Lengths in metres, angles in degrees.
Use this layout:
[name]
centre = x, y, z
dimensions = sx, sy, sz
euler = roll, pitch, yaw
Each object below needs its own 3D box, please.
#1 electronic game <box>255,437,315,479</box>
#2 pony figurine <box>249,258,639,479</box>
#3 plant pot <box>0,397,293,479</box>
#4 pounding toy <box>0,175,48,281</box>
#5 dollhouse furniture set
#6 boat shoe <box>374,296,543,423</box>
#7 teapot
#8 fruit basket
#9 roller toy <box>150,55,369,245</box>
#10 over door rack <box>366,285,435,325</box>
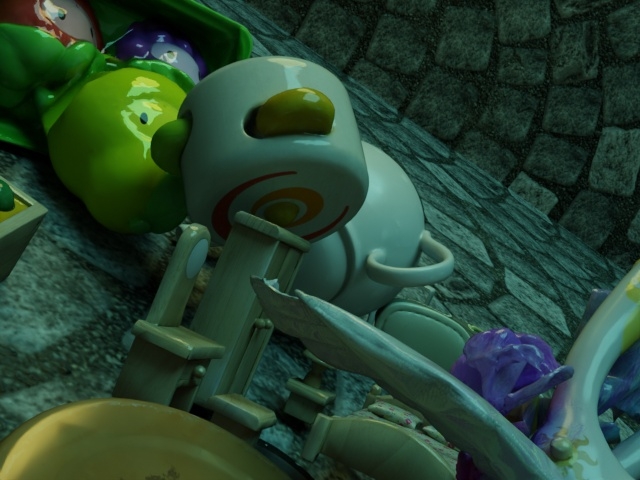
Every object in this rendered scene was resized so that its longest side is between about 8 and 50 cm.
[electronic game]
centre = -0.049, 0.237, 0.682
dimensions = 0.229, 0.048, 0.229
euler = 37, 20, -16
[pony figurine]
centre = 0.144, 0.153, 0.501
dimensions = 0.363, 0.303, 0.351
euler = -32, 40, -30
[plant pot]
centre = -0.105, 0.213, 0.397
dimensions = 0.290, 0.203, 0.291
euler = 33, 20, -13
[pounding toy]
centre = -0.351, -0.025, 0.696
dimensions = 0.181, 0.094, 0.206
euler = 36, 18, -3
[dollhouse furniture set]
centre = 0.059, 0.120, 0.759
dimensions = 0.355, 0.174, 0.303
euler = 22, -1, 15
[boat shoe]
centre = 0.183, 0.162, 1.197
dimensions = 0.305, 0.109, 0.091
euler = 35, 17, -25
[teapot]
centre = 0.000, 0.000, 1.068
dimensions = 0.252, 0.256, 0.187
euler = 51, 31, 2
[fruit basket]
centre = -0.245, -0.179, 1.045
dimensions = 0.392, 0.283, 0.392
euler = 23, 6, -3
[roller toy]
centre = -0.048, -0.081, 0.906
dimensions = 0.191, 0.209, 0.146
euler = 30, 40, -51
[over door rack]
centre = 0.026, -0.010, 1.323
dimensions = 0.324, 0.108, 0.239
euler = 44, 21, 20
